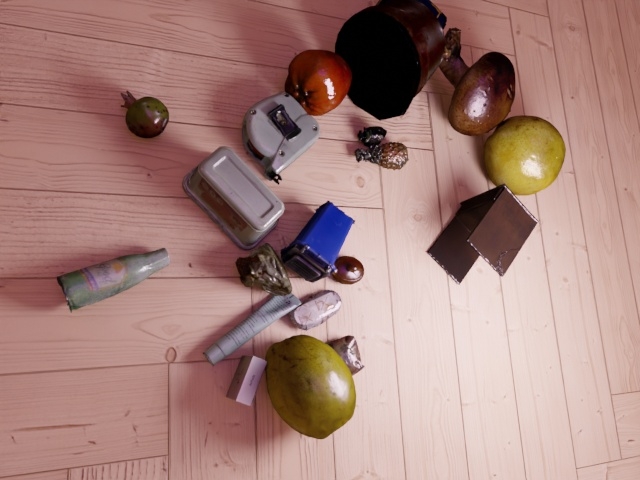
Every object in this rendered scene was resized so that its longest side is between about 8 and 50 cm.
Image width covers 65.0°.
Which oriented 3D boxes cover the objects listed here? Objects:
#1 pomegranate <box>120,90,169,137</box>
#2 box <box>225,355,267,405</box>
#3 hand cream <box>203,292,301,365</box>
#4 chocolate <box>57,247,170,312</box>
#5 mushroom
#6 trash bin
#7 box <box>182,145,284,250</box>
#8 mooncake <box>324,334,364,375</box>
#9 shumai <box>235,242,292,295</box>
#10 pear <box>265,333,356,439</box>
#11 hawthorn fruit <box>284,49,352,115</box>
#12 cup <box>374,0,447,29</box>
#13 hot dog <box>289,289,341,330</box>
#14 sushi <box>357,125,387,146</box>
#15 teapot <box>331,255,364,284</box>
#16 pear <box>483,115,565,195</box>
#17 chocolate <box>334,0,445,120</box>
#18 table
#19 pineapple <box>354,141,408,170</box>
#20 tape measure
[{"bbox_3d":[-0.537,-0.373,1.504,0.159,0.129,0.129,15,72,1],"label":"pomegranate"},{"bbox_3d":[-0.215,0.404,1.456,0.051,0.129,0.130,25,70,-16],"label":"box"},{"bbox_3d":[-0.207,0.257,1.529,0.331,0.058,0.085,-37,60,-24],"label":"hand cream"},{"bbox_3d":[-0.565,0.095,1.399,0.291,0.110,0.110,-23,88,-27],"label":"chocolate"},{"bbox_3d":[0.567,-0.580,1.929,0.357,0.334,0.331,15,52,8],"label":"mushroom"},{"bbox_3d":[0.000,0.000,1.617,0.163,0.184,0.234,39,61,-12],"label":"trash bin"},{"bbox_3d":[-0.256,-0.138,1.533,0.312,0.182,0.175,46,66,-7],"label":"box"},{"bbox_3d":[0.070,0.378,1.614,0.125,0.073,0.129,-18,84,-23],"label":"mooncake"},{"bbox_3d":[-0.177,0.111,1.542,0.142,0.184,0.184,-27,89,-2],"label":"shumai"},{"bbox_3d":[-0.031,0.420,1.471,0.253,0.253,0.307,-19,73,-25],"label":"pear"},{"bbox_3d":[0.005,-0.554,1.723,0.224,0.224,0.261,51,54,-5],"label":"hawthorn fruit"},{"bbox_3d":[0.371,-0.913,1.973,0.256,0.178,0.255,35,69,-14],"label":"cup"},{"bbox_3d":[-0.010,0.222,1.627,0.192,0.053,0.099,-27,90,-28],"label":"hot dog"},{"bbox_3d":[0.186,-0.380,1.825,0.085,0.083,0.056,3,78,-23],"label":"sushi"},{"bbox_3d":[0.090,0.097,1.681,0.129,0.078,0.098,8,75,-21],"label":"teapot"},{"bbox_3d":[0.784,-0.342,1.953,0.304,0.304,0.303,5,76,-22],"label":"pear"},{"bbox_3d":[0.279,-0.670,1.798,0.331,0.384,0.383,-34,92,-32],"label":"chocolate"},{"bbox_3d":[0.580,-0.015,1.819,0.196,0.251,0.282,45,67,-9],"label":"table"},{"bbox_3d":[0.216,-0.310,1.820,0.198,0.108,0.108,0,78,-13],"label":"pineapple"},{"bbox_3d":[-0.137,-0.353,1.660,0.246,0.125,0.243,47,66,-7],"label":"tape measure"}]
